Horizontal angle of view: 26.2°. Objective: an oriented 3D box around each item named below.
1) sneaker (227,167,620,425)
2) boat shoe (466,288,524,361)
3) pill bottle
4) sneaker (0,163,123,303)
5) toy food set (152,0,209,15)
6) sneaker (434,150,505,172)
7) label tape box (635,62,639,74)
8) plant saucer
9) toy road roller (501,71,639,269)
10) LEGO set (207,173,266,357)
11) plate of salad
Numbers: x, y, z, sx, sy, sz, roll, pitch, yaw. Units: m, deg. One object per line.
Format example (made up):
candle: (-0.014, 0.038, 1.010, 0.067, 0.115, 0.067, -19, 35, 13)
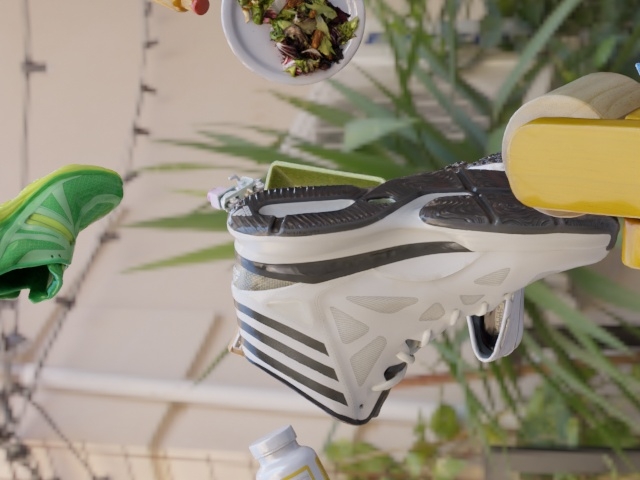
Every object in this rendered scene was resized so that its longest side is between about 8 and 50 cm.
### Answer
sneaker: (0.115, 0.067, 1.574, 0.169, 0.447, 0.258, -114, 23, -64)
boat shoe: (0.262, 0.058, 2.069, 0.084, 0.095, 0.258, -26, -68, -56)
pill bottle: (-0.036, 0.382, 2.116, 0.184, 0.103, 0.103, 63, -161, 1)
sneaker: (-0.328, 0.009, 1.571, 0.295, 0.123, 0.109, -37, -10, -45)
toy food set: (-0.151, -0.407, 1.735, 0.111, 0.104, 0.232, 33, -93, -51)
sneaker: (0.266, -0.089, 2.467, 0.100, 0.271, 0.108, -27, -78, -37)
label tape box: (0.711, -0.299, 2.239, 0.115, 0.347, 0.249, 65, -170, -45)
plant saucer: (0.000, 0.000, 1.826, 0.045, 0.188, 0.188, 17, -95, -57)
toy road roller: (0.340, -0.017, 1.256, 0.202, 0.329, 0.241, -26, -60, -53)
LEGO set: (-0.104, 0.026, 2.044, 0.132, 0.107, 0.287, -19, -57, -29)
plate of salad: (-0.035, -0.310, 1.869, 0.048, 0.199, 0.200, 142, 132, -79)
